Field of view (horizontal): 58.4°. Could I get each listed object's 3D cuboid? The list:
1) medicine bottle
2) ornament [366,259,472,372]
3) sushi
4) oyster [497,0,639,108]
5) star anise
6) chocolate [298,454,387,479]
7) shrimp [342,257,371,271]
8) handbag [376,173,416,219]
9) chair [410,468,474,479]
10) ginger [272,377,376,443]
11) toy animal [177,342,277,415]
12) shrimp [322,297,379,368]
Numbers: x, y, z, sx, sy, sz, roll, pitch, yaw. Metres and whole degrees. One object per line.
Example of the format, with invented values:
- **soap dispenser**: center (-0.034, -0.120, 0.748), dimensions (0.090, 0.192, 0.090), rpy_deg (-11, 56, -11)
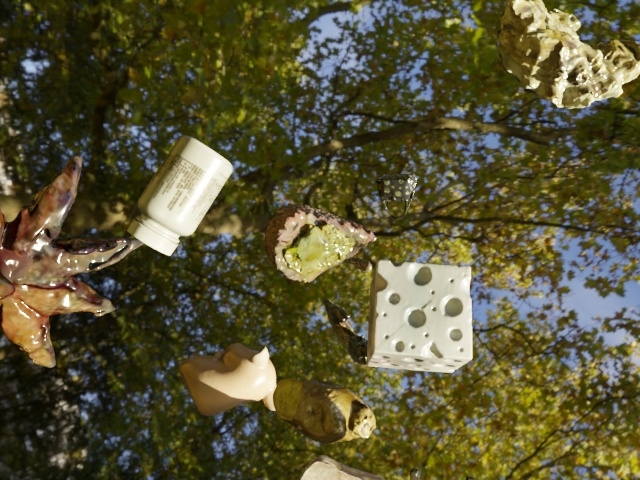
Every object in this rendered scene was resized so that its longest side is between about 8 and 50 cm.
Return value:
- **medicine bottle**: center (-0.178, -0.055, 0.719), dimensions (0.079, 0.079, 0.140), rpy_deg (29, -94, 37)
- **ornament**: center (0.251, 0.204, 1.498), dimensions (0.239, 0.239, 0.239), rpy_deg (89, 5, -70)
- **sushi**: center (-0.009, 0.017, 1.292), dimensions (0.161, 0.241, 0.107), rpy_deg (-70, -154, 13)
- **oyster**: center (0.551, -0.446, 1.310), dimensions (0.351, 0.238, 0.115), rpy_deg (42, -14, -2)
- **star anise**: center (-0.311, 0.036, 0.572), dimensions (0.102, 0.272, 0.271), rpy_deg (43, -50, 55)
- **chocolate**: center (0.081, 0.632, 1.388), dimensions (0.304, 0.100, 0.185), rpy_deg (24, -74, -7)
- **shrimp**: center (0.095, 0.057, 1.408), dimensions (0.092, 0.038, 0.029), rpy_deg (18, -72, 41)
- **handbag**: center (0.233, -0.132, 1.745), dimensions (0.115, 0.072, 0.139), rpy_deg (1, -78, 24)
- **chair**: center (0.167, 0.457, 0.841), dimensions (0.102, 0.084, 0.212), rpy_deg (7, -80, 3)
- **ginger**: center (0.041, 0.379, 1.256), dimensions (0.219, 0.270, 0.123), rpy_deg (6, -101, 48)
- **toy animal**: center (-0.259, 0.393, 1.619), dimensions (0.213, 0.257, 0.194), rpy_deg (-135, -154, -67)
- **shrimp**: center (0.109, 0.316, 1.934), dimensions (0.272, 0.085, 0.445), rpy_deg (58, -10, -9)
